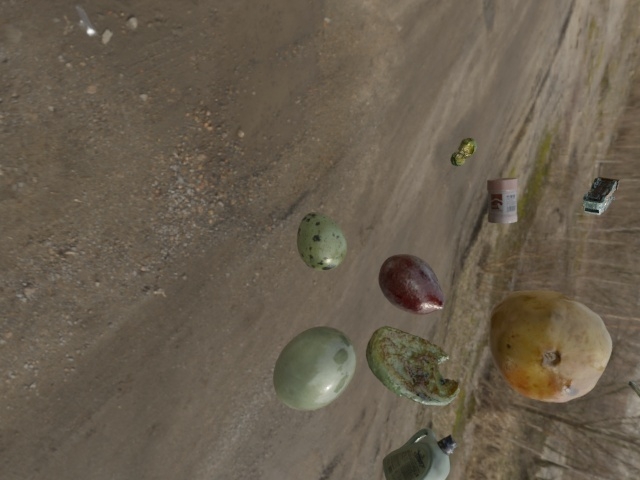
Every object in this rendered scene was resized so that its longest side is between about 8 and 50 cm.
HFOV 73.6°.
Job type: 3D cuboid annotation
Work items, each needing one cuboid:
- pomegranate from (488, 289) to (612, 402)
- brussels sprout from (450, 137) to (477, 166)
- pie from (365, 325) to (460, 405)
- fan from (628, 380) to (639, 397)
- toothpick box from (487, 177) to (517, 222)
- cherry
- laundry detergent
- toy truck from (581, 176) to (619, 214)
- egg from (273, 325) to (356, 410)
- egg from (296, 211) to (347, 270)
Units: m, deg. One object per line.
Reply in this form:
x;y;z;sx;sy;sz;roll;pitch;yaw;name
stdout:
0.674;0.299;1.272;0.342;0.343;0.342;-16;110;-52;pomegranate
0.371;-0.229;1.122;0.083;0.046;0.051;-45;160;-1;brussels sprout
0.273;0.369;1.289;0.302;0.302;0.067;-18;143;-52;pie
0.850;0.406;1.137;0.016;0.038;0.193;-62;159;10;fan
0.633;-0.140;1.491;0.098;0.098;0.148;-19;107;-52;toothpick box
0.343;0.168;1.620;0.203;0.300;0.230;-51;141;7;cherry
0.357;0.770;1.508;0.105;0.215;0.280;42;98;-14;laundry detergent
1.130;-0.168;1.733;0.178;0.080;0.115;-41;130;-27;toy truck
-0.024;0.455;1.522;0.352;0.258;0.258;-44;156;26;egg
0.000;0.000;1.533;0.177;0.177;0.228;23;40;-54;egg
